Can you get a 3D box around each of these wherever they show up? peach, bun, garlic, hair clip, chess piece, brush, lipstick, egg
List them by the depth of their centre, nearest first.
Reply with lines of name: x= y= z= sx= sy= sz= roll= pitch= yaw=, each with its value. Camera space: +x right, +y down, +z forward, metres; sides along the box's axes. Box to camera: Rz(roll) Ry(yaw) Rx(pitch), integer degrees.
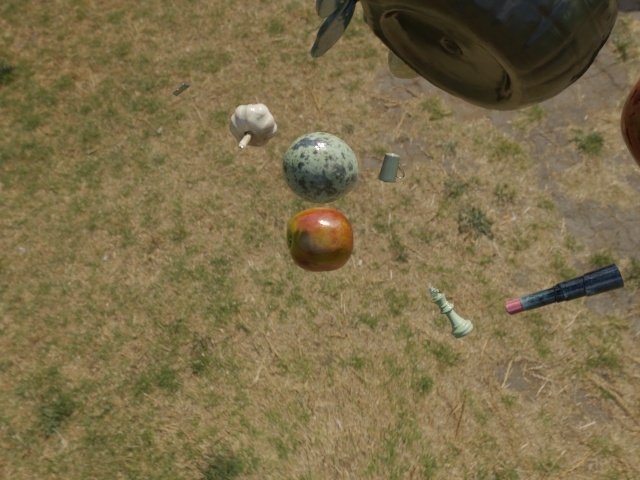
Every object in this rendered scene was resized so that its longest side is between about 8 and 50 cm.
egg: x=0.005 y=-0.136 z=0.975 sx=0.132 sy=0.172 sz=0.132 roll=-1 pitch=88 yaw=40
lipstick: x=0.511 y=0.113 z=1.089 sx=0.234 sy=0.053 sz=0.054 roll=-22 pitch=57 yaw=16
hair clip: x=0.075 y=-0.662 z=1.202 sx=0.392 sy=0.318 sz=0.239 roll=-27 pitch=91 yaw=11
chess piece: x=0.331 y=0.183 z=1.340 sx=0.059 sy=0.059 sz=0.149 roll=-38 pitch=89 yaw=-17
brush: x=-0.387 y=-0.421 z=1.425 sx=0.083 sy=0.016 sz=0.013 roll=-12 pitch=60 yaw=49
peach: x=0.000 y=0.000 z=1.710 sx=0.230 sy=0.231 sz=0.231 roll=-3 pitch=58 yaw=4
bun: x=0.330 y=-0.641 z=1.751 sx=0.220 sy=0.220 sz=0.134 roll=-34 pitch=73 yaw=-15
garlic: x=-0.280 y=-0.437 z=2.077 sx=0.199 sy=0.199 sz=0.226 roll=1 pitch=45 yaw=6

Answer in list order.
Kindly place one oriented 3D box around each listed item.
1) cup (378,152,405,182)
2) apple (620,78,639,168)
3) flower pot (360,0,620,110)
cup: x=0.223 y=-0.222 z=1.587 sx=0.074 sy=0.083 sz=0.054 roll=20 pitch=21 yaw=24
apple: x=0.687 y=-0.218 z=0.920 sx=0.216 sy=0.260 sz=0.260 roll=-18 pitch=59 yaw=-5
flower pot: x=0.176 y=-0.296 z=0.556 sx=0.301 sy=0.302 sz=0.213 roll=34 pitch=95 yaw=23
